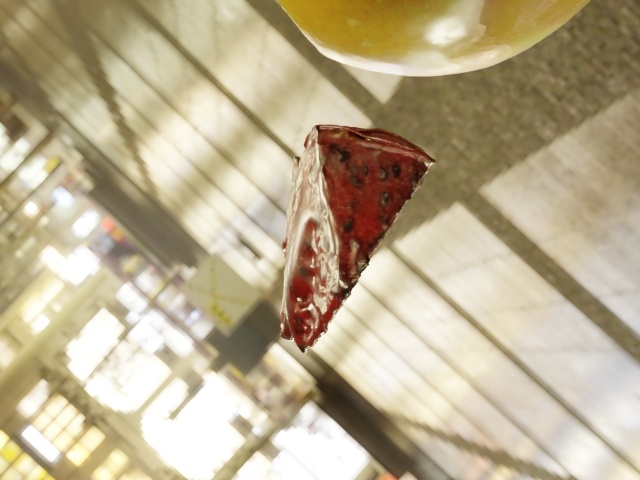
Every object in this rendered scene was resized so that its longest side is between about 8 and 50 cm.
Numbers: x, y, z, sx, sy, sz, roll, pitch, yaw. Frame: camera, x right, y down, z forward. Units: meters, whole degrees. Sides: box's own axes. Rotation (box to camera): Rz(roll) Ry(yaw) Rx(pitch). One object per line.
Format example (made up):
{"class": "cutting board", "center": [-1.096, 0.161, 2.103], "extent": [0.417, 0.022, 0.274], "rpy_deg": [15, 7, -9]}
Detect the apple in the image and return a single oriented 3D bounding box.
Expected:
{"class": "apple", "center": [0.067, -0.308, 1.186], "extent": [0.384, 0.374, 0.374], "rpy_deg": [23, 177, -9]}

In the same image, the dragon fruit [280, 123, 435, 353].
{"class": "dragon fruit", "center": [-0.003, -0.002, 0.773], "extent": [0.063, 0.097, 0.131], "rpy_deg": [33, 151, -1]}
